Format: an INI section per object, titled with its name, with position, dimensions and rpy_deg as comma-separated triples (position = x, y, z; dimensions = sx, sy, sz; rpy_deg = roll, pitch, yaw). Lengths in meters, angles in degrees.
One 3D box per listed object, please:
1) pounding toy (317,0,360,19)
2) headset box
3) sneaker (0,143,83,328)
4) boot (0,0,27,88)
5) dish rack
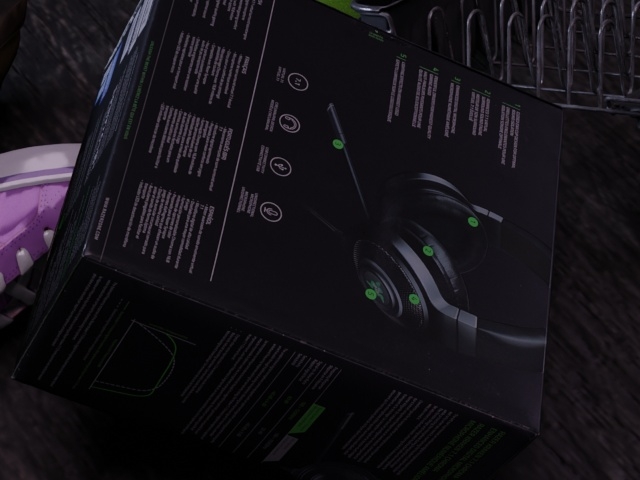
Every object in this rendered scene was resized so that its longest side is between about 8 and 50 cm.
[pounding toy]
position = 0.045, -0.256, 1.300
dimensions = 0.237, 0.110, 0.183
rpy_deg = -32, 57, -23
[headset box]
position = 0.000, 0.000, 1.020
dimensions = 0.283, 0.131, 0.246
rpy_deg = 21, 50, -14
[sneaker]
position = -0.218, 0.048, 1.071
dimensions = 0.282, 0.102, 0.161
rpy_deg = -18, 59, -5
[boot]
position = -0.263, -0.074, 1.100
dimensions = 0.112, 0.115, 0.305
rpy_deg = 16, 28, 9
[dish rack]
position = 0.182, -0.139, 1.153
dimensions = 0.271, 0.074, 0.208
rpy_deg = 12, 31, 39
